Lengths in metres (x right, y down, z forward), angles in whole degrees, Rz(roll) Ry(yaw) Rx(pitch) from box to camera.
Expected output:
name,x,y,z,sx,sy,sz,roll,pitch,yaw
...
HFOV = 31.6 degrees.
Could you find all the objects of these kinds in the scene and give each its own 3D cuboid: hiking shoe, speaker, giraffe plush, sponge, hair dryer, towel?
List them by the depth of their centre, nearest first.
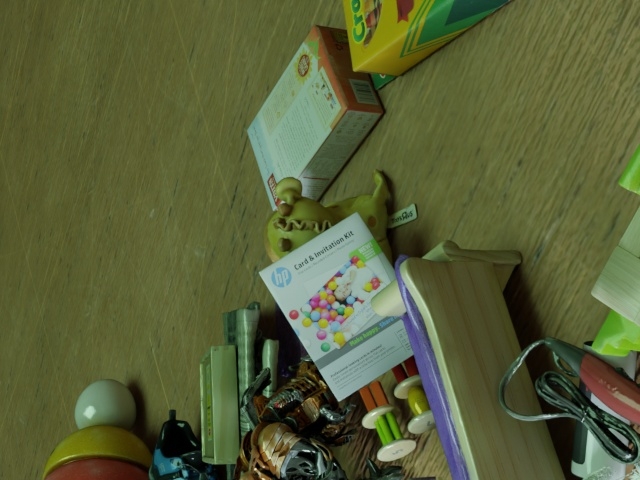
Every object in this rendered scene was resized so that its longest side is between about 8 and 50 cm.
name,x,y,z,sx,sy,sz,roll,pitch,yaw
hair dryer,0.303,0.164,1.042,0.293,0.080,0.223,-30,71,32
speaker,0.286,0.170,1.140,0.055,0.055,0.136,13,100,57
giraffe plush,0.000,0.000,1.486,0.210,0.170,0.181,-48,50,46
sponge,-0.037,0.095,1.650,0.117,0.031,0.210,164,104,-70
towel,-0.105,0.254,1.686,0.312,0.056,0.324,155,113,-79
hiking shoe,-0.210,0.412,1.841,0.304,0.113,0.132,41,134,50

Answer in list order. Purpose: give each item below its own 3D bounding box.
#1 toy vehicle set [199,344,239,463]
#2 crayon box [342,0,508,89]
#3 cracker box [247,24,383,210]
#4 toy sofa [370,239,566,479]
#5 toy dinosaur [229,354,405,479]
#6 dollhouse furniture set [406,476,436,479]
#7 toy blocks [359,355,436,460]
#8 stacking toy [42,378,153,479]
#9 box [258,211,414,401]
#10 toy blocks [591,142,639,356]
name,x,y,z,sx,sy,sz,roll,pitch,yaw
toy vehicle set,-0.155,0.251,1.705,0.267,0.035,0.166,135,133,-76
crayon box,0.115,-0.337,1.403,0.318,0.081,0.202,-30,65,54
cracker box,-0.013,-0.169,1.610,0.232,0.067,0.155,-51,48,43
toy sofa,0.160,0.192,1.226,0.150,0.177,0.362,-44,54,47
toy dinosaur,-0.035,0.291,1.477,0.322,0.218,0.164,-52,8,-18
dollhouse furniture set,0.099,0.409,1.237,0.135,0.259,0.262,-44,52,43
toy blocks,0.090,0.187,1.440,0.123,0.054,0.148,-49,49,36
stacking toy,-0.402,0.463,2.056,0.480,0.351,0.350,-96,29,-44
box,0.034,0.080,1.388,0.186,0.145,0.038,59,179,6
toy blocks,0.396,-0.013,0.867,0.261,0.191,0.381,38,108,42
